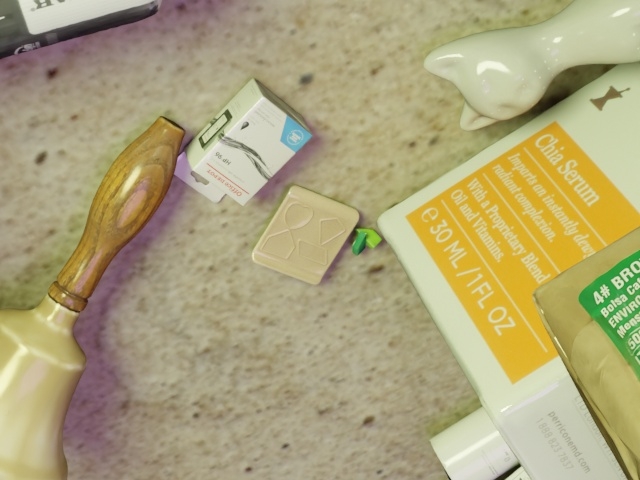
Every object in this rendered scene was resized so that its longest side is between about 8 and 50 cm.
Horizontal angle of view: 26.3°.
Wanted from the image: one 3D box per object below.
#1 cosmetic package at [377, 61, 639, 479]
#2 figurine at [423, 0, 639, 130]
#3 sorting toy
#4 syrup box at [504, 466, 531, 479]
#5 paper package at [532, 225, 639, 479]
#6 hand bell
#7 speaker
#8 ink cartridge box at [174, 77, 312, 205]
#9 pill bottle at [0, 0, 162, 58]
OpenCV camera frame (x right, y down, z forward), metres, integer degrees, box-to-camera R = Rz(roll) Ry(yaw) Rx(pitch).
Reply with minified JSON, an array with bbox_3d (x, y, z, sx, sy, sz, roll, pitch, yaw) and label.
[{"bbox_3d":[0.291,-0.026,0.900,0.453,0.230,0.161,-33,127,3],"label":"cosmetic package"},{"bbox_3d":[0.145,-0.175,0.844,0.209,0.092,0.215,-24,129,7],"label":"figurine"},{"bbox_3d":[0.000,0.000,0.948,0.083,0.012,0.062,21,109,-27],"label":"sorting toy"},{"bbox_3d":[0.209,0.204,1.066,0.093,0.096,0.237,1,139,-49],"label":"syrup box"},{"bbox_3d":[0.328,0.082,0.741,0.325,0.168,0.309,-31,125,3],"label":"paper package"},{"bbox_3d":[-0.158,0.027,0.873,0.126,0.126,0.242,28,97,-33],"label":"hand bell"},{"bbox_3d":[0.155,0.145,1.078,0.136,0.055,0.055,-33,128,4],"label":"speaker"},{"bbox_3d":[-0.052,-0.057,0.879,0.083,0.028,0.048,-45,126,13],"label":"ink cartridge box"},{"bbox_3d":[-0.214,-0.145,0.696,0.245,0.130,0.130,-18,127,-8],"label":"pill bottle"}]
